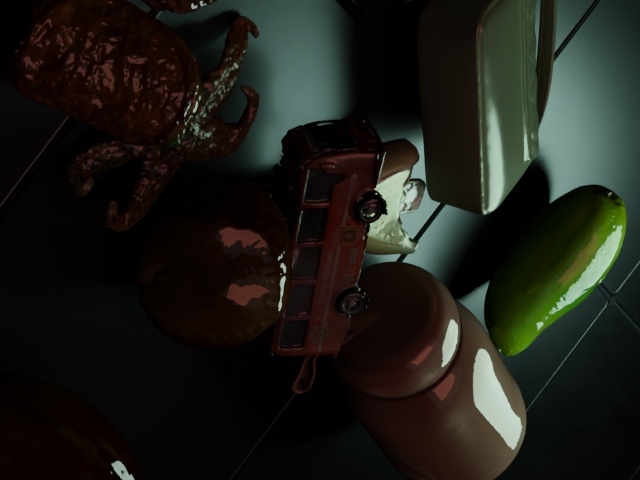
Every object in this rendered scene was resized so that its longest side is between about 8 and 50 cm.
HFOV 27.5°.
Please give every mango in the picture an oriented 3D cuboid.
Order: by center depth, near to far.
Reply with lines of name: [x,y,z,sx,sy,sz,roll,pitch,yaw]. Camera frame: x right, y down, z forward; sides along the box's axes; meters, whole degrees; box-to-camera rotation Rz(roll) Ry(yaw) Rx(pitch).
mango: [0.274,0.034,1.550,0.125,0.111,0.233,23,103,-49]

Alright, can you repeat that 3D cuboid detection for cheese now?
cheese: [0.014,-0.035,1.257,0.235,0.050,0.127,-6,125,-36]

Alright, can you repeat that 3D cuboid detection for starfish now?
starfish: [-0.120,-0.101,1.070,0.210,0.053,0.150,-54,151,-7]

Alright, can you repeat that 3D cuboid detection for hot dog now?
hot dog: [-0.158,-0.127,0.961,0.147,0.065,0.099,21,104,-25]

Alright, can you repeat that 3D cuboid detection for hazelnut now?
hazelnut: [-0.261,0.221,1.041,0.218,0.218,0.234,17,107,-52]
hazelnut: [-0.086,0.020,1.127,0.143,0.143,0.154,-4,112,-46]

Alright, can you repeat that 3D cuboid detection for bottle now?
bottle: [0.093,0.151,1.409,0.206,0.173,0.297,-19,145,11]

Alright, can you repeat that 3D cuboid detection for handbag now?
handbag: [0.177,-0.171,1.297,0.219,0.079,0.256,-45,141,-40]

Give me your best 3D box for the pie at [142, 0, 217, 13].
pie: [-0.091,-0.240,0.984,0.154,0.036,0.154,-29,138,-30]

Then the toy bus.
toy bus: [0.000,0.000,1.194,0.096,0.073,0.235,-5,126,-19]
